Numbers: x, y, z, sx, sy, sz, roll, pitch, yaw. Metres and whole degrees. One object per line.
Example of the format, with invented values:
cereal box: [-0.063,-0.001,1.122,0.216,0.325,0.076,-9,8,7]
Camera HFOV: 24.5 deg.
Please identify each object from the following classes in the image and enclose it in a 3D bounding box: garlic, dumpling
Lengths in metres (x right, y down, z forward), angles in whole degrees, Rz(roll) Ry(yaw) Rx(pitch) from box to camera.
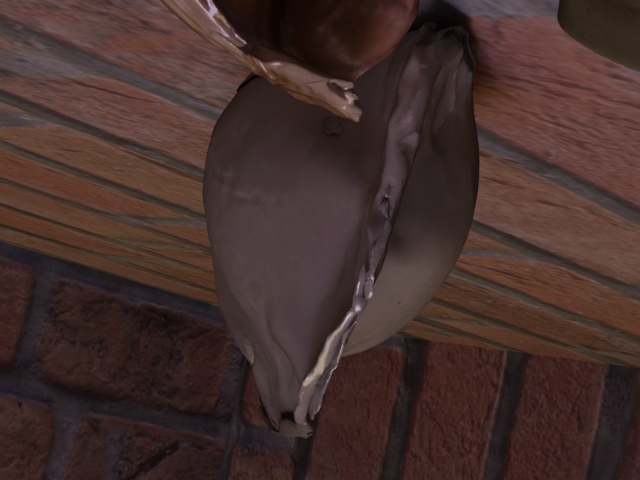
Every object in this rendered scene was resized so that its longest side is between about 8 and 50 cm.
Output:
garlic: [-0.020,-0.131,0.737,0.174,0.099,0.124,26,-176,-44]
dumpling: [-0.002,0.000,0.974,0.181,0.260,0.341,25,161,-35]

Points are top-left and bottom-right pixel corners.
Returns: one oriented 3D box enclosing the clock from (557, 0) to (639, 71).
clock: [0.203,-0.080,0.527,0.235,0.029,0.235,4,-157,-1]
